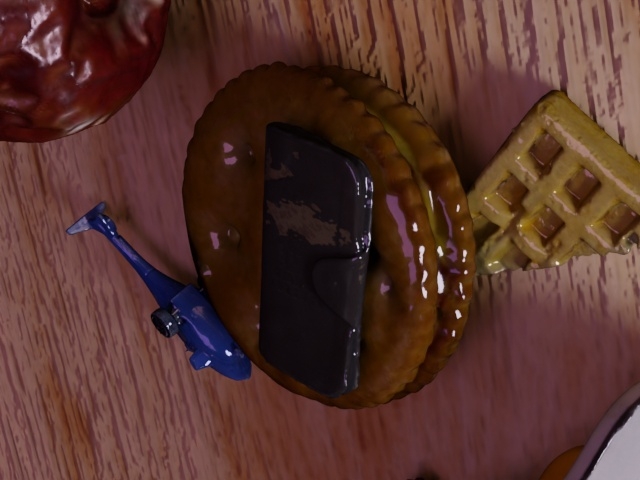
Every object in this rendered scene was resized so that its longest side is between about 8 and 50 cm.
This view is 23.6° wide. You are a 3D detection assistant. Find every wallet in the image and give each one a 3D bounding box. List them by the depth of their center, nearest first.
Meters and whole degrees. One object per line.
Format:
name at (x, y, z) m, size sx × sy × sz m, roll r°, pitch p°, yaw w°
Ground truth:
wallet at (-0.005, 0.013, 0.879) m, size 0.082 × 0.018 × 0.156 m, roll 28°, pitch 126°, yaw 38°

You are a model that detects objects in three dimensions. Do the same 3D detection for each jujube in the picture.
jujube at (-0.213, -0.162, 0.933) m, size 0.232 × 0.213 × 0.212 m, roll 4°, pitch 113°, yaw 35°

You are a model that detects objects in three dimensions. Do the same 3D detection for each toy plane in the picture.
toy plane at (-0.108, 0.037, 1.060) m, size 0.167 × 0.054 × 0.062 m, roll 46°, pitch 155°, yaw 9°

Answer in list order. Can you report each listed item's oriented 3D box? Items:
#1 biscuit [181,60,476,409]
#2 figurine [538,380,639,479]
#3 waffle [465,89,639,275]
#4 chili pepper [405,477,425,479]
biscuit at (0.000, 0.000, 0.931) m, size 0.220 × 0.066 × 0.220 m, roll 18°, pitch 116°, yaw 42°
figurine at (0.155, 0.166, 0.913) m, size 0.250 × 0.167 × 0.141 m, roll -66°, pitch 29°, yaw 10°
waffle at (0.123, 0.012, 0.898) m, size 0.125 × 0.032 × 0.191 m, roll 41°, pitch 131°, yaw 8°
chili pepper at (0.061, 0.343, 1.047) m, size 0.110 × 0.110 × 0.387 m, roll 13°, pitch 112°, yaw 31°
